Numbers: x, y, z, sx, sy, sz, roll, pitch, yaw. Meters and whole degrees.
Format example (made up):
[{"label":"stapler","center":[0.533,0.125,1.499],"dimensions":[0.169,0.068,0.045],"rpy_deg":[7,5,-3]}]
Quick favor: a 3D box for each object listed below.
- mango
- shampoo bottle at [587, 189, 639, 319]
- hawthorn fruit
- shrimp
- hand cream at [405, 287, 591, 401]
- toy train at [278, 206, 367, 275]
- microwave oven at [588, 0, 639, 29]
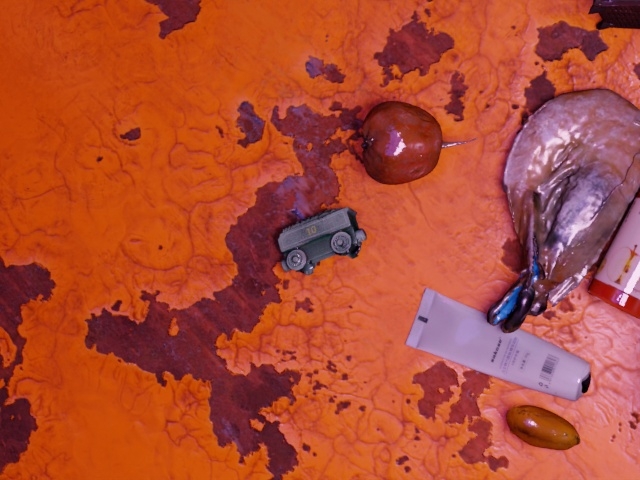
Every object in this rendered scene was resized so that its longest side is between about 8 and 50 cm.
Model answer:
[{"label":"mango","center":[0.371,0.317,1.484],"dimensions":[0.127,0.077,0.063],"rpy_deg":[19,96,11]},{"label":"shampoo bottle","center":[0.542,-0.016,1.431],"dimensions":[0.104,0.104,0.278],"rpy_deg":[28,96,17]},{"label":"hawthorn fruit","center":[0.153,-0.162,1.556],"dimensions":[0.189,0.149,0.149],"rpy_deg":[20,94,-18]},{"label":"shrimp","center":[0.391,-0.053,1.479],"dimensions":[0.221,0.110,0.446],"rpy_deg":[24,88,19]},{"label":"hand cream","center":[0.307,0.187,1.525],"dimensions":[0.320,0.067,0.109],"rpy_deg":[21,93,22]},{"label":"toy train","center":[0.000,0.000,1.620],"dimensions":[0.171,0.070,0.100],"rpy_deg":[-21,74,16]},{"label":"microwave oven","center":[0.541,-0.468,1.414],"dimensions":[0.178,0.188,0.248],"rpy_deg":[8,94,23]}]
